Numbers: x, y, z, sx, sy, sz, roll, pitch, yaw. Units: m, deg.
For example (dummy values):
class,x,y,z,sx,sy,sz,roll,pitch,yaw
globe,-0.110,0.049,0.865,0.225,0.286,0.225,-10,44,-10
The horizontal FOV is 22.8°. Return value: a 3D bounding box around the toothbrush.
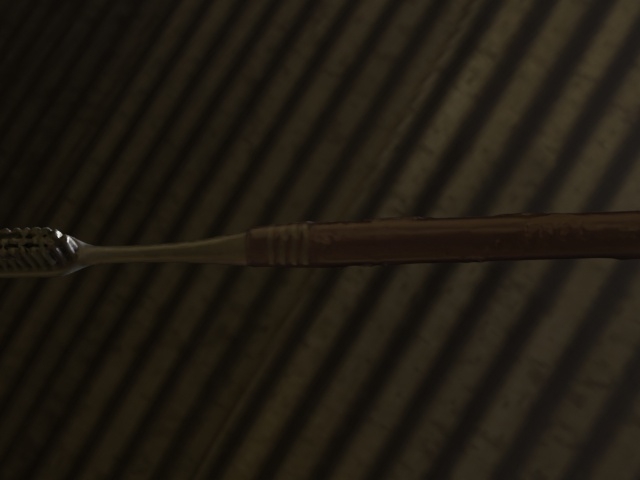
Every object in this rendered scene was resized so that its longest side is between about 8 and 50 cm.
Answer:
class,x,y,z,sx,sy,sz,roll,pitch,yaw
toothbrush,0.000,0.000,0.764,0.354,0.029,0.024,-2,-109,7
